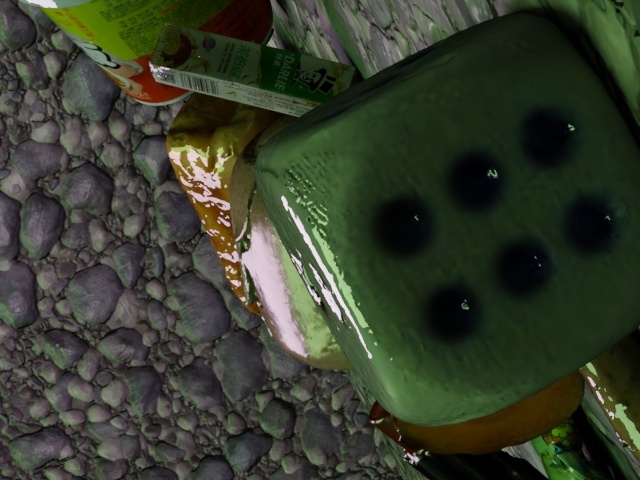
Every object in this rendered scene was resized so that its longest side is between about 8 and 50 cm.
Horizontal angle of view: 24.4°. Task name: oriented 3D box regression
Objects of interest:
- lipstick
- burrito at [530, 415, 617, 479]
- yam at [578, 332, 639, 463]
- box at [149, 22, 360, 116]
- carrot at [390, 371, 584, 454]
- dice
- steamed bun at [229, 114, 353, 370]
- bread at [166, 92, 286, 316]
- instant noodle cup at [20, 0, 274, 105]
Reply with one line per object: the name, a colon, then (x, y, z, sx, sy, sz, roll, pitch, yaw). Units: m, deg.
lipstick: (0.164, 0.234, 1.406, 0.299, 0.081, 0.081, 38, -179, -19)
burrito: (0.220, 0.185, 1.323, 0.288, 0.054, 0.104, 65, 171, -20)
yam: (0.221, 0.120, 1.008, 0.241, 0.056, 0.057, 58, 173, 22)
box: (-0.065, -0.163, 1.459, 0.207, 0.050, 0.041, 14, 158, 10)
carrot: (0.107, 0.053, 1.245, 0.159, 0.159, 0.225, 69, -179, -54)
dice: (0.082, -0.014, 0.892, 0.194, 0.193, 0.192, 63, 175, -10)
steamed bun: (0.000, 0.000, 1.538, 0.252, 0.199, 0.301, 63, 175, -23)
bread: (-0.053, -0.061, 1.793, 0.148, 0.195, 0.344, 10, 145, 30)
instant noodle cup: (-0.193, -0.308, 1.545, 0.294, 0.294, 0.308, 57, -179, 25)
